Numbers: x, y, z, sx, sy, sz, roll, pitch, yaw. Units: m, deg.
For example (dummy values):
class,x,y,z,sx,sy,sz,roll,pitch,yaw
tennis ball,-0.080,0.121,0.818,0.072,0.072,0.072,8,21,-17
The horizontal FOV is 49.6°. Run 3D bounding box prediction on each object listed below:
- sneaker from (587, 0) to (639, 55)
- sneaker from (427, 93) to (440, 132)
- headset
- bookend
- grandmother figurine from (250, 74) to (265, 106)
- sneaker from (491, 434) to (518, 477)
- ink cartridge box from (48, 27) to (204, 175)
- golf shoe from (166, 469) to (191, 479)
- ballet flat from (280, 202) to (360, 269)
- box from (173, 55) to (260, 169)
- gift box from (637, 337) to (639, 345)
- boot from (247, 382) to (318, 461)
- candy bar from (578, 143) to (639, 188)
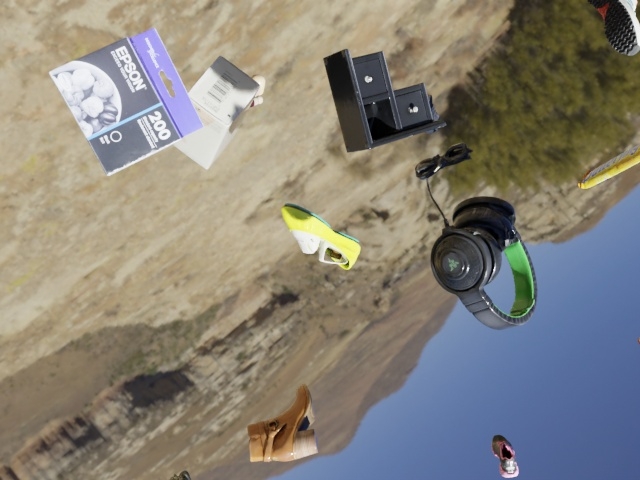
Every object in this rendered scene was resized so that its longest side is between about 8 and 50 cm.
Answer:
class,x,y,z,sx,sy,sz,roll,pitch,yaw
sneaker,0.499,-0.374,1.135,0.076,0.161,0.057,-8,154,-23
sneaker,0.238,-0.271,1.483,0.037,0.083,0.032,0,-168,-4
headset,0.326,-0.008,1.378,0.185,0.394,0.243,-27,-163,43
bookend,0.104,-0.237,1.116,0.157,0.156,0.072,-19,-169,-27
grandmother figurine,-0.299,-0.459,2.276,0.208,0.104,0.342,-12,-155,19
sneaker,0.401,0.457,1.508,0.047,0.057,0.119,-12,-157,3
ink cartridge box,-0.344,-0.253,1.258,0.208,0.206,0.045,-30,-163,-14
golf shoe,-0.251,0.480,1.135,0.105,0.120,0.272,-32,158,-53
ballet flat,0.000,0.000,1.433,0.077,0.231,0.077,5,-108,45
box,-0.268,-0.310,1.733,0.148,0.121,0.311,-57,-172,-23
gift box,0.618,0.186,0.949,0.258,0.255,0.276,-29,158,23
boot,-0.089,0.407,1.558,0.153,0.072,0.197,-10,-146,2
candy bar,0.424,-0.111,0.970,0.040,0.018,0.161,-45,-177,-27
